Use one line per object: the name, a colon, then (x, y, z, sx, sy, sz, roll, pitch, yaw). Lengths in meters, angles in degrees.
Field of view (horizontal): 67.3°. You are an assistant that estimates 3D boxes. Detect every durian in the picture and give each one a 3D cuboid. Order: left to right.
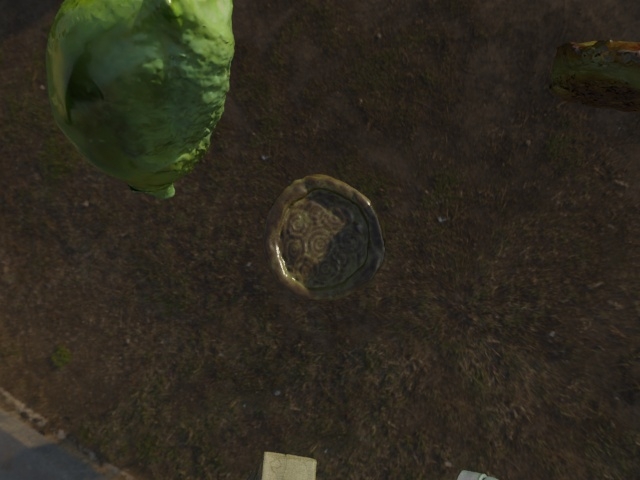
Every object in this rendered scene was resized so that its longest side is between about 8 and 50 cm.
durian: (-0.152, -0.123, 0.403, 0.139, 0.101, 0.250, 29, 135, -15)

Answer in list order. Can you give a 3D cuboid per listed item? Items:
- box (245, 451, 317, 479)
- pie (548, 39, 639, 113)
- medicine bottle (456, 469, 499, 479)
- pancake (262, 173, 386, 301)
box: (-0.031, 0.180, 0.283, 0.035, 0.083, 0.080, 13, 46, -11)
pie: (0.527, -0.252, 0.778, 0.288, 0.354, 0.103, 34, 117, 44)
medicine bottle: (0.217, 0.240, 0.376, 0.216, 0.090, 0.091, -2, 82, 31)
pancake: (0.000, 0.000, 0.927, 0.249, 0.031, 0.250, -1, 83, 12)
